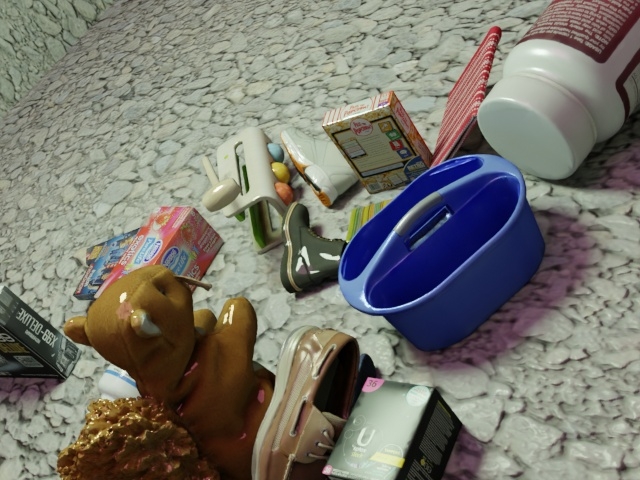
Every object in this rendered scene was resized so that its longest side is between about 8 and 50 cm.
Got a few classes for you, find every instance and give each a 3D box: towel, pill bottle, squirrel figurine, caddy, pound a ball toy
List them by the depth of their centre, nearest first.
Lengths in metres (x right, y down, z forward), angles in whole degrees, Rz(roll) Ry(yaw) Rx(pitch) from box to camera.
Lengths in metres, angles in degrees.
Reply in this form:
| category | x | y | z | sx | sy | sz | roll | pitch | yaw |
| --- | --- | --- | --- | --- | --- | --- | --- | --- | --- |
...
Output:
| category | x | y | z | sx | sy | sz | roll | pitch | yaw |
| --- | --- | --- | --- | --- | --- | --- | --- | --- | --- |
| squirrel figurine | -0.226 | 0.242 | 1.306 | 0.281 | 0.370 | 0.396 | -1 | 50 | 40 |
| caddy | 0.188 | 0.007 | 1.372 | 0.341 | 0.179 | 0.241 | -42 | 37 | -5 |
| pill bottle | 0.452 | -0.305 | 1.447 | 0.392 | 0.224 | 0.224 | -50 | 38 | -16 |
| pill bottle | -0.334 | 0.256 | 1.594 | 0.124 | 0.124 | 0.221 | 6 | 56 | 44 |
| towel | 0.157 | -0.054 | 1.598 | 0.237 | 0.021 | 0.102 | -17 | 42 | 26 |
| towel | 0.274 | -0.257 | 1.608 | 0.198 | 0.031 | 0.274 | 119 | 173 | -50 |
| pound a ball toy | -0.143 | -0.129 | 1.776 | 0.136 | 0.208 | 0.319 | -30 | 36 | 12 |

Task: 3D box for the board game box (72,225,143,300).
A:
| category | x | y | z | sx | sy | sz | roll | pitch | yaw |
| --- | --- | --- | --- | --- | --- | --- | --- | --- | --- |
| board game box | -0.481 | 0.063 | 1.983 | 0.194 | 0.060 | 0.194 | -9 | 45 | 36 |

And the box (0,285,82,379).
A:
| category | x | y | z | sx | sy | sz | roll | pitch | yaw |
| --- | --- | --- | --- | --- | --- | --- | --- | --- | --- |
| box | -0.709 | 0.205 | 1.869 | 0.308 | 0.242 | 0.076 | -5 | 47 | 36 |

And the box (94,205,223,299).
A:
| category | x | y | z | sx | sy | sz | roll | pitch | yaw |
| --- | --- | --- | --- | --- | --- | --- | --- | --- | --- |
| box | -0.337 | 0.058 | 1.810 | 0.128 | 0.122 | 0.256 | 2 | 52 | 41 |

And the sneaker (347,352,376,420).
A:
| category | x | y | z | sx | sy | sz | roll | pitch | yaw |
| --- | --- | --- | --- | --- | --- | --- | --- | --- | --- |
| sneaker | 0.046 | 0.240 | 1.348 | 0.059 | 0.053 | 0.144 | -10 | 43 | 36 |

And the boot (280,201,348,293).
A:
| category | x | y | z | sx | sy | sz | roll | pitch | yaw |
| --- | --- | --- | --- | --- | --- | --- | --- | --- | --- |
| boot | 0.000 | 0.000 | 1.633 | 0.137 | 0.077 | 0.197 | -18 | 54 | 25 |

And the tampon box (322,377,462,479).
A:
| category | x | y | z | sx | sy | sz | roll | pitch | yaw |
| --- | --- | --- | --- | --- | --- | --- | --- | --- | --- |
| tampon box | 0.103 | 0.290 | 1.202 | 0.121 | 0.101 | 0.161 | 1 | 51 | 40 |

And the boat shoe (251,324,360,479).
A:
| category | x | y | z | sx | sy | sz | roll | pitch | yaw |
| --- | --- | --- | --- | --- | --- | --- | --- | --- | --- |
| boat shoe | -0.013 | 0.279 | 1.252 | 0.117 | 0.123 | 0.324 | -6 | 68 | 38 |

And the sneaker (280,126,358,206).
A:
| category | x | y | z | sx | sy | sz | roll | pitch | yaw |
| --- | --- | --- | --- | --- | --- | --- | --- | --- | --- |
| sneaker | 0.008 | -0.175 | 1.808 | 0.121 | 0.099 | 0.262 | -32 | 43 | -4 |

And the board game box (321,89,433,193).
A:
| category | x | y | z | sx | sy | sz | roll | pitch | yaw |
| --- | --- | --- | --- | --- | --- | --- | --- | --- | --- |
| board game box | 0.114 | -0.181 | 1.625 | 0.147 | 0.193 | 0.045 | -13 | 43 | 30 |
